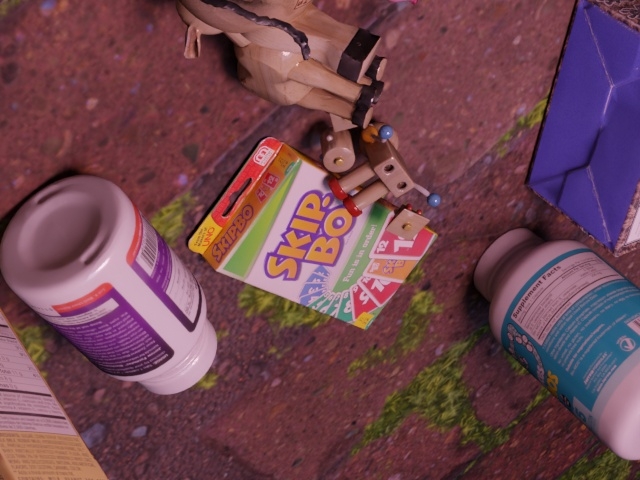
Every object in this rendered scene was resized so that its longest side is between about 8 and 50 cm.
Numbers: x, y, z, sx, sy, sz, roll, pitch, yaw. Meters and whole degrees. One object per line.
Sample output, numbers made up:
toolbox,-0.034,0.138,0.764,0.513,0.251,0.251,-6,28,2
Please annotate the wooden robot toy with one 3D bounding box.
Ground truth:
wooden robot toy,0.041,-0.077,0.977,0.076,0.079,0.173,-27,131,16

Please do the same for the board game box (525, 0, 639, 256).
board game box,0.389,-0.146,1.160,0.291,0.141,0.232,-17,134,-31

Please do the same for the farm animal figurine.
farm animal figurine,-0.017,-0.207,0.714,0.327,0.172,0.330,-62,173,-61

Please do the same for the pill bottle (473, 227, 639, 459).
pill bottle,0.280,0.096,1.183,0.146,0.264,0.146,-23,136,-24

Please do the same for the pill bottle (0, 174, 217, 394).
pill bottle,-0.156,0.044,0.876,0.108,0.108,0.193,-39,141,-6

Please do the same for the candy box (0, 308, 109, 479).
candy box,-0.241,0.197,0.769,0.087,0.316,0.183,16,113,-49

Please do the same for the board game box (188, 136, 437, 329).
board game box,0.000,0.000,1.036,0.259,0.039,0.124,26,104,-47
